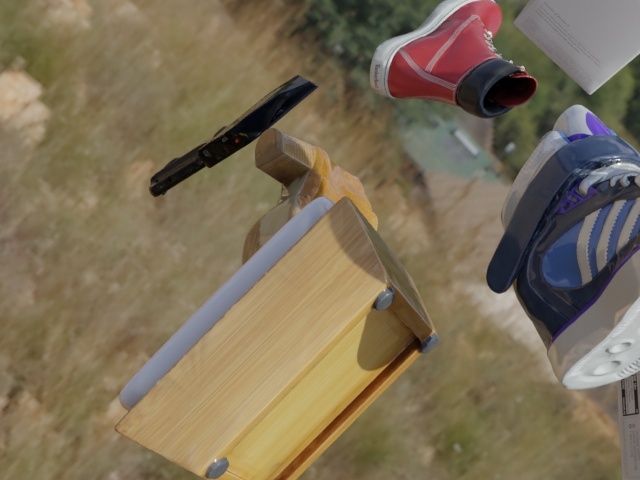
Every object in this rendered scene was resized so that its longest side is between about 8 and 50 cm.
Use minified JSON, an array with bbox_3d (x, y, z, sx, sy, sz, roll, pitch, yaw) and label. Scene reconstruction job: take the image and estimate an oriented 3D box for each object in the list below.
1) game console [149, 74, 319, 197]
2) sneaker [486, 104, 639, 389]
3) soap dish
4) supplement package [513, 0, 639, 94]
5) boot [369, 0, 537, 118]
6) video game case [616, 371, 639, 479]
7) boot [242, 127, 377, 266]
[{"bbox_3d":[-0.168,-0.171,2.387,0.044,0.361,0.213,54,47,-9],"label":"game console"},{"bbox_3d":[0.261,-0.045,1.154,0.130,0.323,0.236,3,56,-29],"label":"sneaker"},{"bbox_3d":[-0.028,0.116,1.298,0.118,0.291,0.229,44,-2,27],"label":"soap dish"},{"bbox_3d":[0.477,-0.402,2.148,0.175,0.293,0.177,42,47,-5],"label":"supplement package"},{"bbox_3d":[0.194,-0.211,1.611,0.176,0.088,0.244,18,36,29],"label":"boot"},{"bbox_3d":[0.423,0.231,1.500,0.061,0.244,0.269,5,77,-24],"label":"video game case"},{"bbox_3d":[-0.001,0.000,1.897,0.211,0.104,0.295,30,49,-41],"label":"boot"}]
